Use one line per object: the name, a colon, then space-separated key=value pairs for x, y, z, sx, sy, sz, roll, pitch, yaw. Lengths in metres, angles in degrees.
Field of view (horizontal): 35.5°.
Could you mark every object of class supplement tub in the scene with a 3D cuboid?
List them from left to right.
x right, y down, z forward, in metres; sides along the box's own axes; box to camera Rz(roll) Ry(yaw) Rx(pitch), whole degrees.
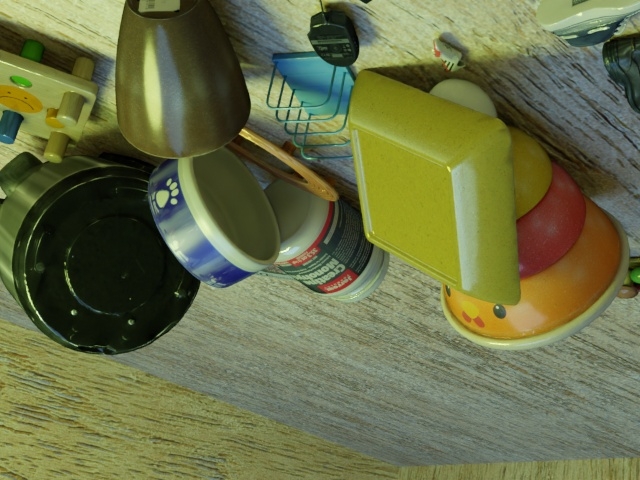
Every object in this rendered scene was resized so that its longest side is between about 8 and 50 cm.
supplement tub: x=0.000 y=0.000 z=2.034 sx=0.191 sy=0.191 sz=0.272 roll=-7 pitch=150 yaw=37

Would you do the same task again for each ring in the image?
ring: x=-0.108 y=-0.166 z=1.754 sx=0.337 sy=0.032 sz=0.336 roll=31 pitch=176 yaw=3

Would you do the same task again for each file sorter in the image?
file sorter: x=-0.003 y=-0.218 z=1.645 sx=0.118 sy=0.104 sz=0.170 roll=0 pitch=154 yaw=23

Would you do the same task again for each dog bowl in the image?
dog bowl: x=-0.191 y=-0.050 z=1.835 sx=0.104 sy=0.264 sz=0.265 roll=-30 pitch=140 yaw=21

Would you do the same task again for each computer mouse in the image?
computer mouse: x=0.005 y=-0.342 z=1.454 sx=0.071 sy=0.041 sz=0.242 roll=4 pitch=149 yaw=20

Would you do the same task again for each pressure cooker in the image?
pressure cooker: x=-0.463 y=0.010 z=1.994 sx=0.376 sy=0.369 sz=0.420 roll=0 pitch=-172 yaw=-26

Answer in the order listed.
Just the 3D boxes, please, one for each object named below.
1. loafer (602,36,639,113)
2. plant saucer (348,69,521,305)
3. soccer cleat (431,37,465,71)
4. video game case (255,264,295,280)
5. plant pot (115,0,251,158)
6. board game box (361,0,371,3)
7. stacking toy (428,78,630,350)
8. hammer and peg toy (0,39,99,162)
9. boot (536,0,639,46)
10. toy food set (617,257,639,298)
loafer: x=0.471 y=-0.234 z=1.451 sx=0.061 sy=0.062 sz=0.170 roll=-14 pitch=148 yaw=36
plant saucer: x=0.160 y=-0.071 z=1.581 sx=0.333 sy=0.081 sz=0.332 roll=30 pitch=141 yaw=44
soccer cleat: x=0.193 y=-0.282 z=1.509 sx=0.036 sy=0.029 sz=0.083 roll=-10 pitch=153 yaw=24
video game case: x=-0.118 y=0.025 z=2.343 sx=0.248 sy=0.035 sz=0.275 roll=8 pitch=157 yaw=7
plant pot: x=-0.222 y=-0.279 z=1.513 sx=0.215 sy=0.215 sz=0.230 roll=8 pitch=144 yaw=8
board game box: x=0.019 y=-0.408 z=1.276 sx=0.243 sy=0.042 sz=0.165 roll=25 pitch=153 yaw=-29
stacking toy: x=0.288 y=-0.079 z=1.688 sx=0.351 sy=0.350 sz=0.480 roll=-6 pitch=133 yaw=35
hammer and peg toy: x=-0.584 y=-0.274 z=1.757 sx=0.361 sy=0.127 sz=0.266 roll=18 pitch=158 yaw=-15
boot: x=0.387 y=-0.308 z=1.323 sx=0.086 sy=0.069 sz=0.190 roll=21 pitch=164 yaw=-38
toy food set: x=0.673 y=0.092 z=2.090 sx=0.218 sy=0.071 sz=0.128 roll=-6 pitch=151 yaw=36
